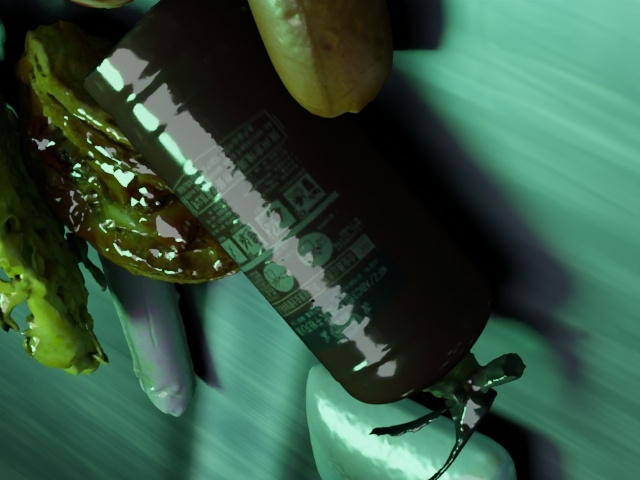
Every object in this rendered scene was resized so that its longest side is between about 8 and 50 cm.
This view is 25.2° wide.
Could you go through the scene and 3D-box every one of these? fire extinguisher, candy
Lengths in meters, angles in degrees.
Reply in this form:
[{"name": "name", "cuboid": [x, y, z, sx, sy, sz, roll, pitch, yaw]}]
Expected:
[{"name": "fire extinguisher", "cuboid": [0.000, 0.000, 0.879, 0.135, 0.114, 0.337, -37, 97, 34]}, {"name": "candy", "cuboid": [0.066, 0.168, 1.047, 0.174, 0.071, 0.138, 25, 144, 31]}]

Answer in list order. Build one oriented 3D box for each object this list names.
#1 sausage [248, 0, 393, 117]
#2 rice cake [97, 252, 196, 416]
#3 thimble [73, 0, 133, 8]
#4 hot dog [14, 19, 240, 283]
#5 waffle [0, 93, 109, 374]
[{"name": "sausage", "cuboid": [-0.010, -0.157, 0.755, 0.076, 0.076, 0.197, 18, 139, 38]}, {"name": "rice cake", "cuboid": [-0.145, 0.043, 1.171, 0.049, 0.055, 0.269, 21, 139, 28]}, {"name": "thimble", "cuboid": [-0.132, -0.274, 0.514, 0.350, 0.230, 0.350, 42, 180, 0]}, {"name": "hot dog", "cuboid": [-0.128, -0.057, 0.995, 0.227, 0.099, 0.160, 30, 147, 19]}, {"name": "waffle", "cuboid": [-0.235, -0.029, 1.072, 0.262, 0.060, 0.280, 62, -174, -80]}]
